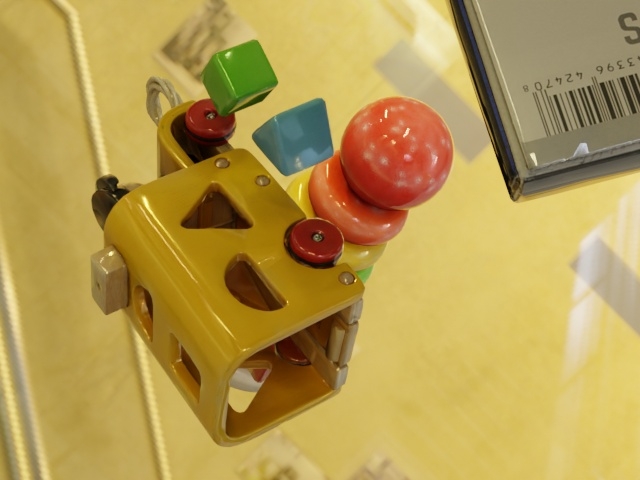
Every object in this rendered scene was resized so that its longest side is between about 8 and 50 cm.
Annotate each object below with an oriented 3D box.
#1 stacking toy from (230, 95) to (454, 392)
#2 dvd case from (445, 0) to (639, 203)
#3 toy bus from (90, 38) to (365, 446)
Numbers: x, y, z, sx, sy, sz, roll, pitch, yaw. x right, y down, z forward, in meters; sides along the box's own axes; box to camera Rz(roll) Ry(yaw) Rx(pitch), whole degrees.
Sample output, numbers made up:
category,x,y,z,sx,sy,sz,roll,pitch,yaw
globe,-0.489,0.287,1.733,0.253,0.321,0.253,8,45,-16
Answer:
category,x,y,z,sx,sy,sz,roll,pitch,yaw
stacking toy,0.000,0.000,1.038,0.141,0.330,0.141,17,51,-22
dvd case,0.107,-0.143,0.361,0.029,0.179,0.238,80,-5,-73
toy bus,-0.068,0.008,0.646,0.202,0.104,0.190,-2,-70,61
